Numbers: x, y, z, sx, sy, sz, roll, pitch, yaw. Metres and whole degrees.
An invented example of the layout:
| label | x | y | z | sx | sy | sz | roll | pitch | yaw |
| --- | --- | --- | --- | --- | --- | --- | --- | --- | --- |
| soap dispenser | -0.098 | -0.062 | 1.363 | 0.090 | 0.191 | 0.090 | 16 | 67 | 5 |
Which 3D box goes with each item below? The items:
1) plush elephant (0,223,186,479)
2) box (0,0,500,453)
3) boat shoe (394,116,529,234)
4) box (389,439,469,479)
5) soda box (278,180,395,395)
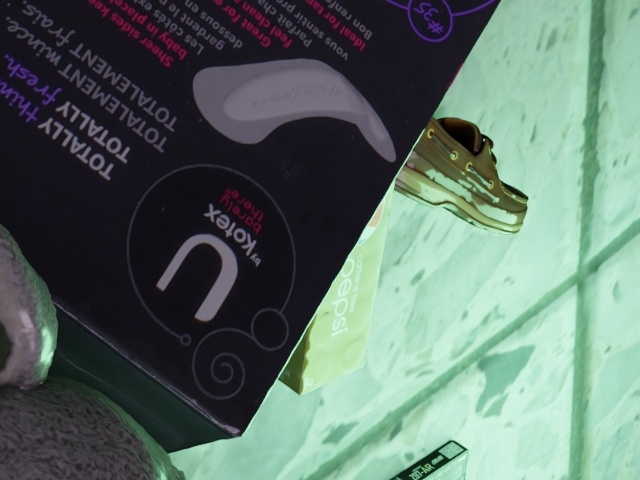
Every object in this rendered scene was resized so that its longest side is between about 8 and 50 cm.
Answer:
| label | x | y | z | sx | sy | sz | roll | pitch | yaw |
| --- | --- | --- | --- | --- | --- | --- | --- | --- | --- |
| plush elephant | -0.133 | 0.142 | 0.407 | 0.255 | 0.272 | 0.330 | -43 | -179 | 31 |
| box | -0.056 | -0.066 | 0.576 | 0.165 | 0.143 | 0.270 | 39 | 62 | -14 |
| boat shoe | 0.092 | -0.048 | 0.931 | 0.178 | 0.064 | 0.060 | 20 | 102 | -51 |
| box | 0.084 | 0.208 | 1.143 | 0.083 | 0.018 | 0.067 | -26 | 133 | -36 |
| soda box | 0.000 | 0.000 | 0.864 | 0.061 | 0.058 | 0.181 | -19 | 129 | -41 |
